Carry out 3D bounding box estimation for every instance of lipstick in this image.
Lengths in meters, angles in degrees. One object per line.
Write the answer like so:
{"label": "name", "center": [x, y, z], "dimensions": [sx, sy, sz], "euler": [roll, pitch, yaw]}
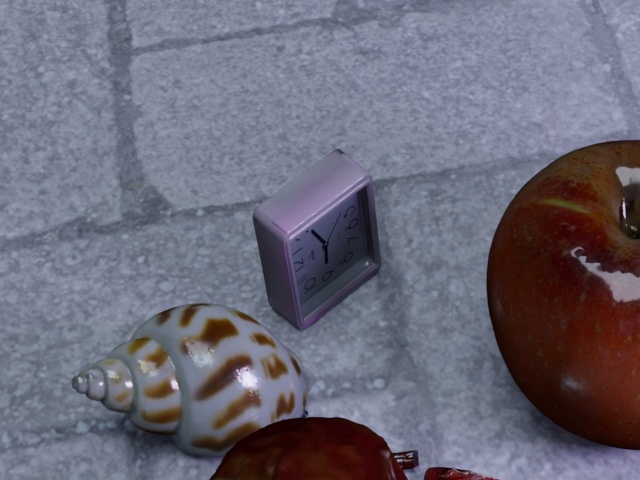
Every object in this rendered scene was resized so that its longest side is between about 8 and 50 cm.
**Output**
{"label": "lipstick", "center": [0.028, 0.266, 1.955], "dimensions": [0.176, 0.027, 0.027], "euler": [-6, 50, 1]}

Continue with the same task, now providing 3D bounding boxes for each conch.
{"label": "conch", "center": [-0.154, 0.161, 1.986], "dimensions": [0.275, 0.149, 0.183], "euler": [-17, 46, -10]}

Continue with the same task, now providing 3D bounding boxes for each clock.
{"label": "clock", "center": [0.000, 0.000, 2.067], "dimensions": [0.150, 0.197, 0.063], "euler": [-37, 57, -22]}

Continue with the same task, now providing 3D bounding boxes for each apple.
{"label": "apple", "center": [0.356, 0.063, 1.913], "dimensions": [0.348, 0.277, 0.348], "euler": [-3, 48, 3]}

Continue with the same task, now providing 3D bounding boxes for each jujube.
{"label": "jujube", "center": [-0.020, 0.371, 1.724], "dimensions": [0.276, 0.276, 0.377], "euler": [1, 49, 9]}

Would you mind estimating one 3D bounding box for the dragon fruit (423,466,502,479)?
{"label": "dragon fruit", "center": [0.170, 0.317, 1.829], "dimensions": [0.153, 0.153, 0.111], "euler": [9, 70, 15]}
